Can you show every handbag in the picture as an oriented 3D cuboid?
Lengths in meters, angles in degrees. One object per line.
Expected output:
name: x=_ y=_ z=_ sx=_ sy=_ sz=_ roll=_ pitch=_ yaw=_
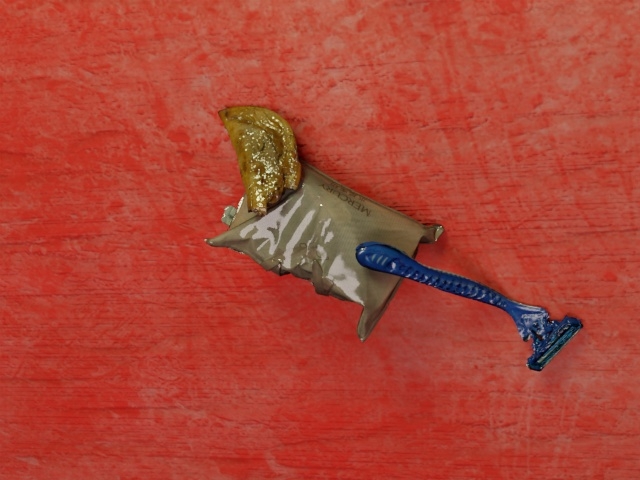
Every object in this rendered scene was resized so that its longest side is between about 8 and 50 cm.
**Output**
handbag: x=0.000 y=0.000 z=2.074 sx=0.270 sy=0.183 sz=0.117 roll=28 pitch=172 yaw=2

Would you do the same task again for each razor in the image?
razor: x=0.180 y=0.066 z=2.059 sx=0.324 sy=0.056 sz=0.093 roll=25 pitch=121 yaw=-21

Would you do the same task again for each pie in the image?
pie: x=-0.072 y=-0.109 z=2.038 sx=0.092 sy=0.170 sz=0.034 roll=-19 pitch=153 yaw=9
